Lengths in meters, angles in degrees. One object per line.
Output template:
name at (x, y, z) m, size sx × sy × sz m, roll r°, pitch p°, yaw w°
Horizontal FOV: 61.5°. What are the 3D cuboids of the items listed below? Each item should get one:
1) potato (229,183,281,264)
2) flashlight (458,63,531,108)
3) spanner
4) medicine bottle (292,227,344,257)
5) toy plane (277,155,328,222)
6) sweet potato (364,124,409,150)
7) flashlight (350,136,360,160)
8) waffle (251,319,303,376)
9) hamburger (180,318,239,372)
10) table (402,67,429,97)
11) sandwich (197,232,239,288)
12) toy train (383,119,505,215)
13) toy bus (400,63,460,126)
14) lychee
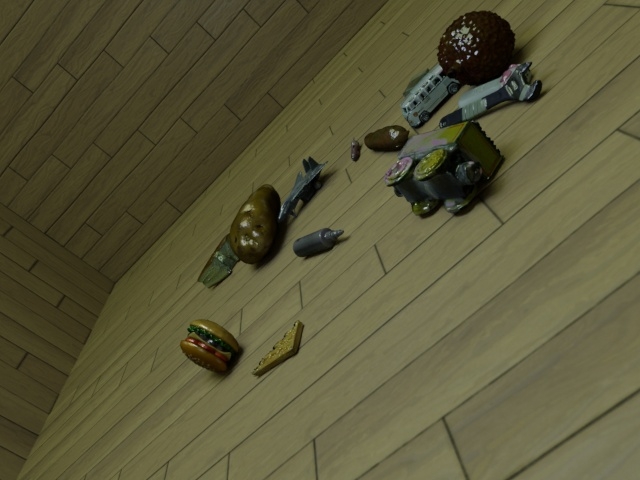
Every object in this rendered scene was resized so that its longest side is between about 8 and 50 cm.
potato at (-0.220, -0.069, 1.873) m, size 0.176 × 0.196 × 0.369 m, roll -16°, pitch 30°, yaw 17°
flashlight at (0.422, -0.373, 1.329) m, size 0.200 × 0.047 × 0.093 m, roll -16°, pitch 40°, yaw 53°
spanner at (0.396, -0.334, 1.299) m, size 0.315 × 0.024 × 0.087 m, roll -17°, pitch 80°, yaw 60°
medicine bottle at (0.000, 0.000, 1.497) m, size 0.199 × 0.057 × 0.058 m, roll -21°, pitch 34°, yaw 49°
toy plane at (-0.068, -0.162, 1.874) m, size 0.212 × 0.088 × 0.268 m, roll -9°, pitch 52°, yaw 60°
sweet potato at (0.188, -0.307, 1.644) m, size 0.075 × 0.075 × 0.273 m, roll -51°, pitch 17°, yaw -7°
flashlight at (0.119, -0.305, 1.819) m, size 0.031 × 0.052 × 0.110 m, roll -5°, pitch 42°, yaw 8°
waffle at (-0.104, 0.263, 1.303) m, size 0.152 × 0.023 × 0.098 m, roll -38°, pitch 23°, yaw 28°
hamburger at (-0.304, 0.287, 1.469) m, size 0.162 × 0.162 × 0.115 m, roll -11°, pitch 43°, yaw 57°
table at (0.316, -0.477, 1.683) m, size 0.079 × 0.062 × 0.083 m, roll -17°, pitch 38°, yaw 54°
sandwich at (-0.365, 0.069, 2.032) m, size 0.245 × 0.090 × 0.088 m, roll -58°, pitch 21°, yaw -21°
toy train at (0.256, -0.156, 1.165) m, size 0.178 × 0.134 × 0.260 m, roll -55°, pitch 23°, yaw -16°
toy bus at (0.313, -0.424, 1.566) m, size 0.194 × 0.089 × 0.087 m, roll -45°, pitch 21°, yaw 11°
lychee at (0.397, -0.495, 1.394) m, size 0.238 × 0.200 × 0.200 m, roll -44°, pitch 18°, yaw -23°
